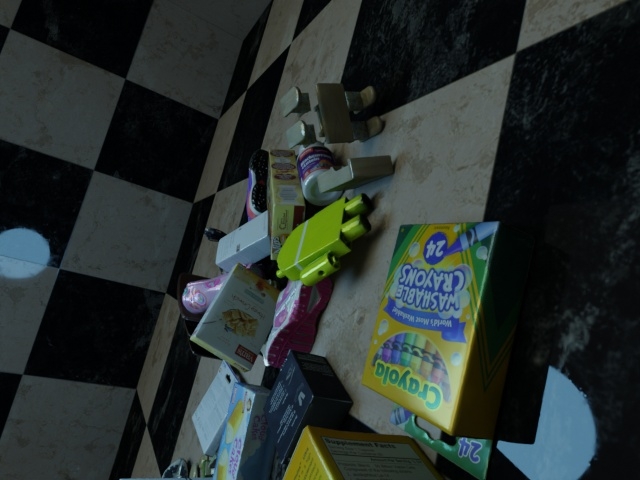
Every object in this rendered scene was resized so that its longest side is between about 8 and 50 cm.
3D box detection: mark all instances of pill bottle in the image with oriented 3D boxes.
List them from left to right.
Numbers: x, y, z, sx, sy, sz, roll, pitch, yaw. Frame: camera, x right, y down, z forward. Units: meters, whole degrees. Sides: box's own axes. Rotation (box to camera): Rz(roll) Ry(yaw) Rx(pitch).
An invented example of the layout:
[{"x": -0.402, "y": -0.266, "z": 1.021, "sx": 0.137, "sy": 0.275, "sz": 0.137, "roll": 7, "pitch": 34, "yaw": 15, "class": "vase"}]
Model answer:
[{"x": -0.007, "y": -0.191, "z": 1.128, "sx": 0.108, "sy": 0.108, "sz": 0.194, "roll": -54, "pitch": 32, "yaw": 30, "class": "pill bottle"}]

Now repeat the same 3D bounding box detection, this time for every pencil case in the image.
[{"x": -0.311, "y": 0.156, "z": 1.360, "sx": 0.284, "sy": 0.124, "sz": 0.124, "roll": -19, "pitch": 53, "yaw": 25, "class": "pencil case"}]

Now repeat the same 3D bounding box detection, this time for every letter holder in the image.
[{"x": -0.444, "y": 0.270, "z": 1.543, "sx": 0.152, "sy": 0.214, "sz": 0.302, "roll": -63, "pitch": 28, "yaw": 16, "class": "letter holder"}]

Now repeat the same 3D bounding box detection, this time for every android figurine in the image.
[{"x": 0.000, "y": 0.000, "z": 0.960, "sx": 0.272, "sy": 0.056, "sz": 0.248, "roll": -33, "pitch": 26, "yaw": 27, "class": "android figurine"}]

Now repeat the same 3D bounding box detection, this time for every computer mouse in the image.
[{"x": -0.315, "y": 0.054, "z": 1.523, "sx": 0.072, "sy": 0.188, "sz": 0.272, "roll": -46, "pitch": 44, "yaw": 19, "class": "computer mouse"}]

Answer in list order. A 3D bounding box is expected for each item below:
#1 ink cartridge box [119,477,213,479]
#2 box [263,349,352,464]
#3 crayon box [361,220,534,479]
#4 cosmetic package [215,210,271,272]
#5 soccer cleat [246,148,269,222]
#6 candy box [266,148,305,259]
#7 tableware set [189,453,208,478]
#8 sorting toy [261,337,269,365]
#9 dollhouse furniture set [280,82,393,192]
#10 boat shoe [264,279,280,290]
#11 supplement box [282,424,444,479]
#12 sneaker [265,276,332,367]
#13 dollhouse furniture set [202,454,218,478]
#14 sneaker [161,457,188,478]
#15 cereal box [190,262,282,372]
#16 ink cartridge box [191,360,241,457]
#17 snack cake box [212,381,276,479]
[{"x": -0.344, "y": 0.686, "z": 1.011, "sx": 0.211, "sy": 0.289, "sz": 0.122, "roll": 5, "pitch": 81, "yaw": 63, "class": "ink cartridge box"}, {"x": -0.033, "y": 0.338, "z": 0.855, "sx": 0.156, "sy": 0.093, "sz": 0.158, "roll": -66, "pitch": 26, "yaw": 10, "class": "box"}, {"x": 0.170, "y": 0.137, "z": 0.612, "sx": 0.203, "sy": 0.083, "sz": 0.323, "roll": 1, "pitch": 74, "yaw": 62, "class": "crayon box"}, {"x": -0.230, "y": 0.008, "z": 1.368, "sx": 0.231, "sy": 0.085, "sz": 0.117, "roll": -30, "pitch": 43, "yaw": 26, "class": "cosmetic package"}, {"x": -0.235, "y": -0.208, "z": 1.583, "sx": 0.116, "sy": 0.108, "sz": 0.318, "roll": -46, "pitch": 39, "yaw": 48, "class": "soccer cleat"}, {"x": -0.107, "y": -0.112, "z": 1.209, "sx": 0.317, "sy": 0.087, "sz": 0.183, "roll": -102, "pitch": 16, "yaw": -51, "class": "candy box"}, {"x": -0.391, "y": 0.769, "z": 1.343, "sx": 0.169, "sy": 0.020, "sz": 0.141, "roll": -57, "pitch": 29, "yaw": 27, "class": "tableware set"}, {"x": -0.137, "y": 0.302, "z": 1.139, "sx": 0.083, "sy": 0.044, "sz": 0.075, "roll": -30, "pitch": 55, "yaw": 52, "class": "sorting toy"}, {"x": 0.054, "y": -0.246, "z": 0.949, "sx": 0.161, "sy": 0.212, "sz": 0.242, "roll": -12, "pitch": 90, "yaw": 62, "class": "dollhouse furniture set"}, {"x": -0.189, "y": 0.202, "z": 1.262, "sx": 0.068, "sy": 0.072, "sz": 0.190, "roll": 34, "pitch": 104, "yaw": 63, "class": "boat shoe"}, {"x": 0.089, "y": 0.410, "z": 0.466, "sx": 0.195, "sy": 0.194, "sz": 0.356, "roll": -68, "pitch": 26, "yaw": 7, "class": "supplement box"}, {"x": -0.062, "y": 0.184, "z": 1.016, "sx": 0.252, "sy": 0.102, "sz": 0.111, "roll": -63, "pitch": 25, "yaw": -1, "class": "sneaker"}, {"x": -0.283, "y": 0.618, "z": 1.172, "sx": 0.152, "sy": 0.076, "sz": 0.059, "roll": -56, "pitch": 28, "yaw": 29, "class": "dollhouse furniture set"}, {"x": -0.516, "y": 0.899, "z": 1.443, "sx": 0.110, "sy": 0.106, "sz": 0.276, "roll": 136, "pitch": 152, "yaw": -76, "class": "sneaker"}, {"x": -0.211, "y": 0.202, "z": 1.117, "sx": 0.047, "sy": 0.173, "sz": 0.240, "roll": -33, "pitch": 26, "yaw": 48, "class": "cereal box"}, {"x": -0.314, "y": 0.515, "z": 1.315, "sx": 0.224, "sy": 0.045, "sz": 0.223, "roll": -62, "pitch": 26, "yaw": -6, "class": "ink cartridge box"}, {"x": -0.181, "y": 0.504, "z": 1.037, "sx": 0.152, "sy": 0.089, "sz": 0.265, "roll": -14, "pitch": 61, "yaw": 60, "class": "snack cake box"}]
